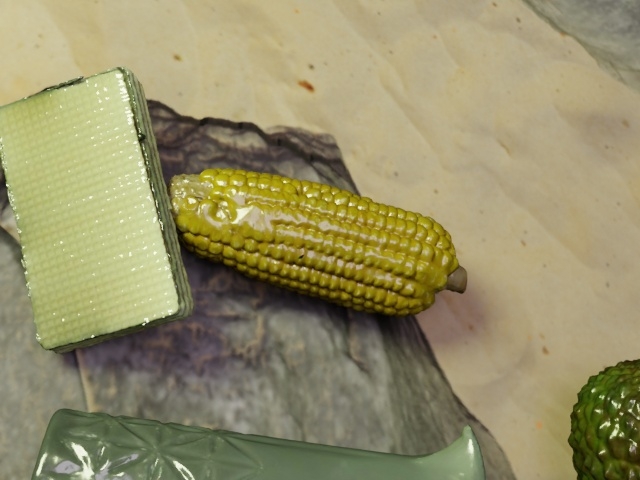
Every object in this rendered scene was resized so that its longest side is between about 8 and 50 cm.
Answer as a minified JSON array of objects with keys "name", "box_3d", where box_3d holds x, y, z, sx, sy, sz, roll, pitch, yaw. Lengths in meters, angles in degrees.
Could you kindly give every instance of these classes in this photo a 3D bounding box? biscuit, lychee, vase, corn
[{"name":"biscuit","box_3d":[-0.173,-0.024,0.754,0.121,0.040,0.199,-17,78,14]},{"name":"lychee","box_3d":[0.283,0.179,0.829,0.171,0.171,0.171,6,73,-18]},{"name":"vase","box_3d":[-0.058,0.216,0.707,0.301,0.156,0.251,16,95,-9]},{"name":"corn","box_3d":[0.000,0.000,0.809,0.262,0.097,0.097,16,69,-13]}]
